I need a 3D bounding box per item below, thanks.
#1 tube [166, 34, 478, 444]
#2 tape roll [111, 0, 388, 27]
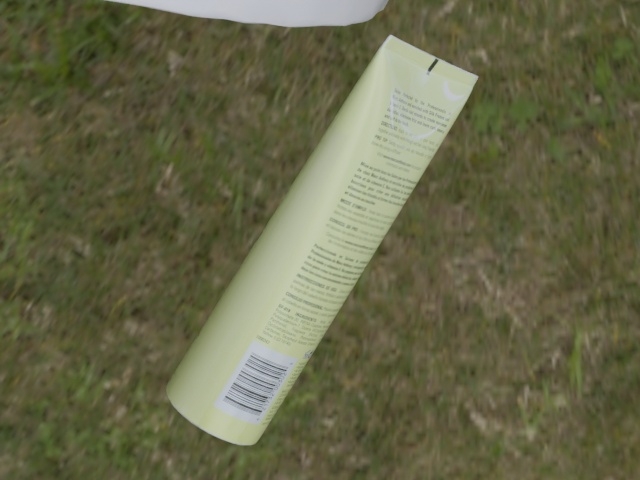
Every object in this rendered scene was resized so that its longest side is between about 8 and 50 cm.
[{"bbox_3d":[0.000,0.000,0.949,0.062,0.070,0.240,31,103,-7],"label":"tube"},{"bbox_3d":[-0.100,-0.149,0.415,0.286,0.286,0.100,19,107,-2],"label":"tape roll"}]
